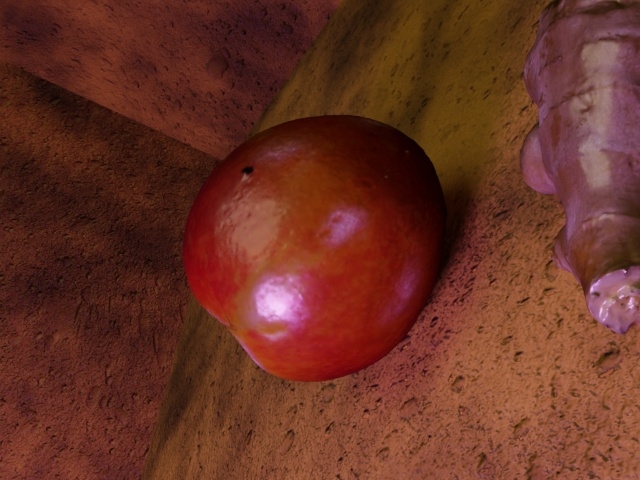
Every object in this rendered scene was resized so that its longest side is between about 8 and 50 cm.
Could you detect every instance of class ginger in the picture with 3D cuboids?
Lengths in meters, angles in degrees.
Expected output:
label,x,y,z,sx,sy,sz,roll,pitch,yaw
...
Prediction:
label,x,y,z,sx,sy,sz,roll,pitch,yaw
ginger,0.255,-0.094,0.670,0.236,0.166,0.375,-7,55,57

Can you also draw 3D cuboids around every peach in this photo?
label,x,y,z,sx,sy,sz,roll,pitch,yaw
peach,0.000,0.000,0.952,0.388,0.389,0.388,-52,24,35
